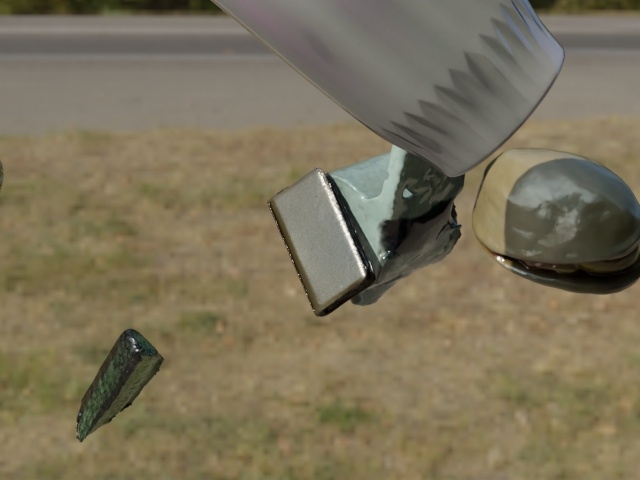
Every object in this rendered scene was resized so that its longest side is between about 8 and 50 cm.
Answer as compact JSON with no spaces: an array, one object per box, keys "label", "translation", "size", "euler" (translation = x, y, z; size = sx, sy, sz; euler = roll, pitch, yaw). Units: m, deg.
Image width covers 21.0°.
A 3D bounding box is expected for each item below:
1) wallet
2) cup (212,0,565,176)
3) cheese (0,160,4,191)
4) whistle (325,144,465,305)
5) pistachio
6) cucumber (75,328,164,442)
[{"label":"wallet","translation":[0.000,0.000,2.467],"size":[0.110,0.198,0.031],"euler":[-36,-28,23]},{"label":"cup","translation":[0.074,-0.261,1.950],"size":[0.371,0.253,0.253],"euler":[42,3,-12]},{"label":"cheese","translation":[-0.435,-0.121,1.992],"size":[0.094,0.167,0.123],"euler":[-33,39,-21]},{"label":"whistle","translation":[0.118,-0.060,2.517],"size":[0.168,0.188,0.405],"euler":[-20,-15,-38]},{"label":"pistachio","translation":[0.331,-0.030,2.430],"size":[0.197,0.166,0.288],"euler":[-40,43,-18]},{"label":"cucumber","translation":[-0.215,0.149,1.905],"size":[0.070,0.046,0.220],"euler":[-23,-17,-36]}]
